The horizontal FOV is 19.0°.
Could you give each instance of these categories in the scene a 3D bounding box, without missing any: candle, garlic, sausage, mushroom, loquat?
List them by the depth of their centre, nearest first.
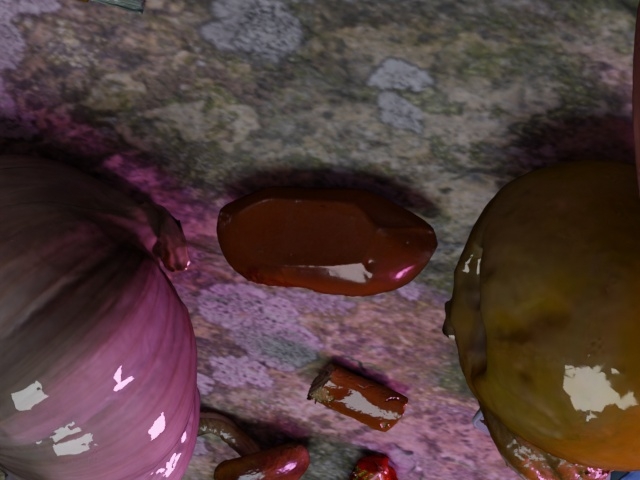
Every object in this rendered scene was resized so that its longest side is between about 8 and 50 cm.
[{"bbox_3d":[0.217,0.054,1.380,0.244,0.244,0.244,10,146,7],"label":"loquat"},{"bbox_3d":[0.000,0.000,1.509,0.179,0.089,0.089,1,144,23],"label":"sausage"},{"bbox_3d":[-0.217,0.078,1.536,0.241,0.322,0.322,-38,124,19],"label":"garlic"},{"bbox_3d":[-0.079,0.213,1.859,0.129,0.073,0.088,21,179,-2],"label":"mushroom"},{"bbox_3d":[0.045,0.252,1.882,0.052,0.052,0.130,16,145,-2],"label":"candle"}]

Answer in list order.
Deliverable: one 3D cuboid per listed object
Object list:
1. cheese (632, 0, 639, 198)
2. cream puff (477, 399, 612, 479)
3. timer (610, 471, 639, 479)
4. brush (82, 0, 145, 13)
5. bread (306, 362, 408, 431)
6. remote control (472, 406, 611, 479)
[{"bbox_3d":[0.288,-0.094,1.250,0.128,0.203,0.177,-6,110,34],"label":"cheese"},{"bbox_3d":[0.194,0.117,1.546,0.115,0.150,0.165,-35,87,26],"label":"cream puff"},{"bbox_3d":[0.383,0.164,1.548,0.250,0.091,0.232,13,148,-17],"label":"timer"},{"bbox_3d":[-0.224,-0.212,1.361,0.205,0.011,0.083,14,147,4],"label":"brush"},{"bbox_3d":[0.035,0.142,1.742,0.083,0.036,0.047,25,136,-12],"label":"bread"},{"bbox_3d":[0.285,0.192,1.704,0.293,0.051,0.103,23,145,-6],"label":"remote control"}]
